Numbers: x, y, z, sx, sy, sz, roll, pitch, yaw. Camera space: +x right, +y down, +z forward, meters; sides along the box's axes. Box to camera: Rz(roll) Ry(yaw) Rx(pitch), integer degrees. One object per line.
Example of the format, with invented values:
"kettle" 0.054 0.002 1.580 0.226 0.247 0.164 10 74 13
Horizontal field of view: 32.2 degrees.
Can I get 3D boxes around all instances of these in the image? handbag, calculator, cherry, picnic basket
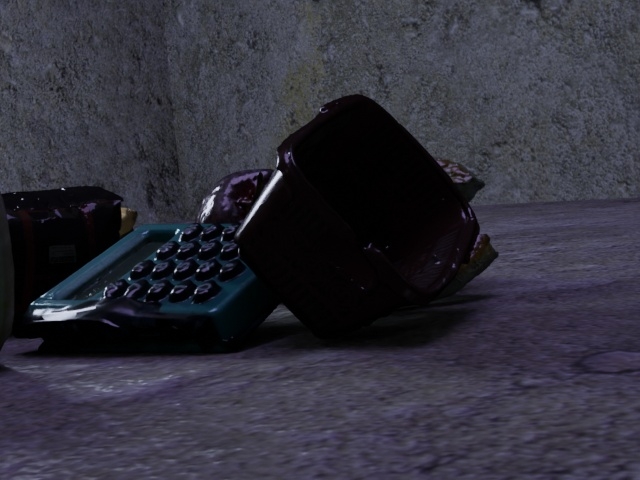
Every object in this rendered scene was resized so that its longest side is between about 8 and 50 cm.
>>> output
"handbag" -0.357 0.026 1.389 0.215 0.169 0.155 -7 20 -35
"calculator" -0.158 0.044 1.197 0.274 0.058 0.248 -1 25 30
"cherry" -0.068 -0.009 1.495 0.195 0.195 0.195 -5 4 0
"picnic basket" 0.035 -0.017 1.140 0.129 0.222 0.297 -44 1 27

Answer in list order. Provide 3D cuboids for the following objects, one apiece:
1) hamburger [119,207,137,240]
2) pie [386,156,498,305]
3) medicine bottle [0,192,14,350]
"hamburger" -0.455 0.017 2.130 0.262 0.124 0.131 -10 23 -13
"pie" 0.063 -0.024 1.348 0.302 0.067 0.303 1 44 -1
"medicine bottle" -0.520 0.029 1.038 0.406 0.236 0.235 -7 4 -34
